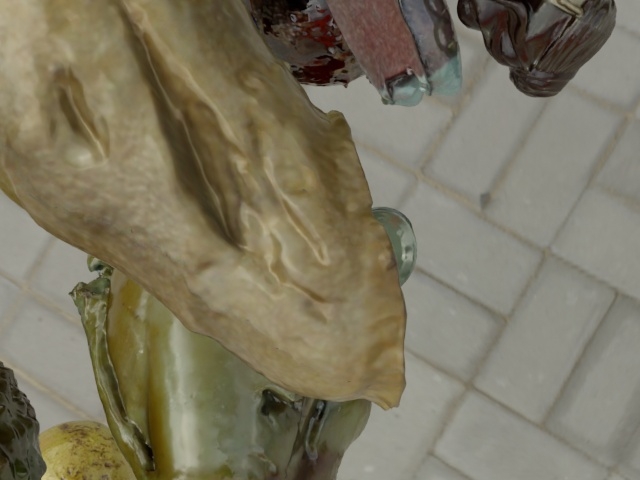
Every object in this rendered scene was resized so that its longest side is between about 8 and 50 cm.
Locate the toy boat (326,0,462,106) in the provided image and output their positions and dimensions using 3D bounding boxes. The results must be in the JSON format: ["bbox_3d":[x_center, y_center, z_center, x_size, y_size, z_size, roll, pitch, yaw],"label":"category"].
[{"bbox_3d":[0.073,-0.245,1.255,0.085,0.155,0.227,-31,100,-19],"label":"toy boat"}]

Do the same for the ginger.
[{"bbox_3d":[-0.076,-0.059,0.606,0.190,0.126,0.354,-43,88,-14],"label":"ginger"}]

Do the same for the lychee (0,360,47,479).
[{"bbox_3d":[-0.338,0.185,0.987,0.270,0.320,0.270,-13,34,9],"label":"lychee"}]

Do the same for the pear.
[{"bbox_3d":[-0.326,0.323,1.665,0.178,0.178,0.178,-2,79,11],"label":"pear"}]

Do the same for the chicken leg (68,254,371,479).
[{"bbox_3d":[-0.064,0.167,0.796,0.201,0.153,0.429,12,55,-21],"label":"chicken leg"}]

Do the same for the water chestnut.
[{"bbox_3d":[-0.022,-0.366,1.670,0.302,0.350,0.350,-1,79,8],"label":"water chestnut"}]

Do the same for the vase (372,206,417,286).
[{"bbox_3d":[0.000,0.000,1.784,0.173,0.321,0.173,-4,99,-27],"label":"vase"}]

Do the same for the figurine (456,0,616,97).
[{"bbox_3d":[0.153,-0.253,1.135,0.187,0.315,0.168,7,79,49],"label":"figurine"}]

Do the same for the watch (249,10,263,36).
[{"bbox_3d":[-0.162,-0.174,1.417,0.196,0.171,0.200,46,49,8],"label":"watch"}]
